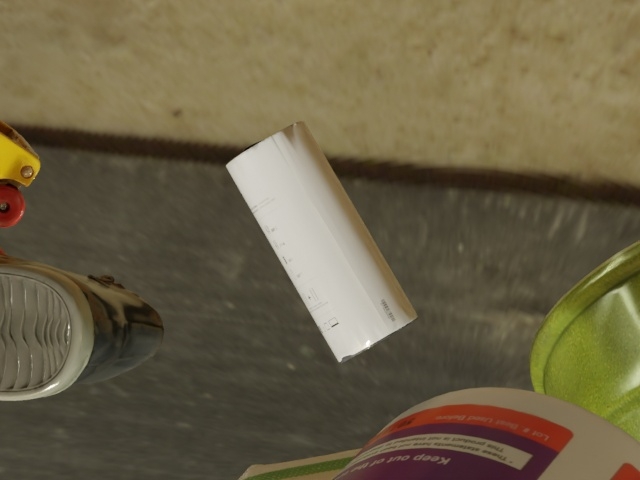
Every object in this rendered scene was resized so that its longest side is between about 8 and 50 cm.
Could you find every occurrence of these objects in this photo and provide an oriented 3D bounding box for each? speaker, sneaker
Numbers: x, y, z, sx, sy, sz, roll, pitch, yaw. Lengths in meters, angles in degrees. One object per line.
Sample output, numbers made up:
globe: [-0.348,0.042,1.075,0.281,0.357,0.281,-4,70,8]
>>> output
speaker: [0.000,0.000,1.151,0.055,0.055,0.136,-30,87,0]
sneaker: [-0.194,0.039,0.970,0.222,0.118,0.083,11,89,18]

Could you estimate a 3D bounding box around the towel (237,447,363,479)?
towel: [0.068,0.268,1.282,0.248,0.038,0.325,-9,51,-1]

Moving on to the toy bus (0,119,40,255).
toy bus: [-0.267,-0.009,1.242,0.104,0.191,0.202,35,46,-22]

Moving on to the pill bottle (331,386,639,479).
pill bottle: [0.021,0.200,0.747,0.181,0.323,0.181,16,122,27]

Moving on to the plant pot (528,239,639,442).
plant pot: [0.315,0.197,1.030,0.366,0.366,0.353,-8,62,3]
